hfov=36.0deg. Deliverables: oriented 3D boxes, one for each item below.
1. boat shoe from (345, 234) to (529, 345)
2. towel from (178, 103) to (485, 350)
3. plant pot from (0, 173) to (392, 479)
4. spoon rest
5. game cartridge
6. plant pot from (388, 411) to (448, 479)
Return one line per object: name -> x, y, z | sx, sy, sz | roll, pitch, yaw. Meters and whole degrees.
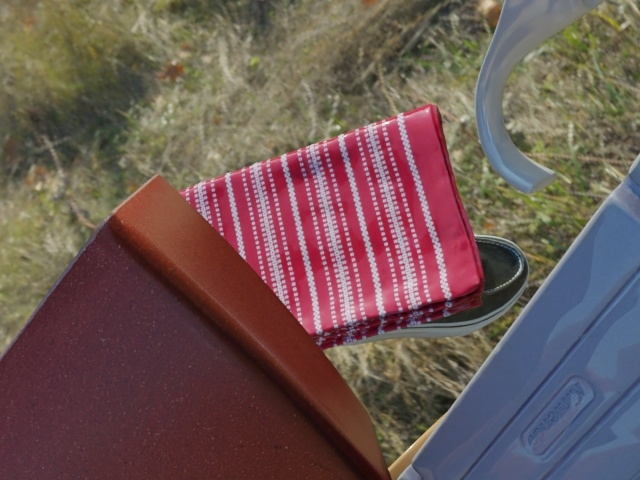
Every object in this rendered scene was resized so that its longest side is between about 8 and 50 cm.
boat shoe -> 0.130, 0.046, 1.132 | 0.121, 0.335, 0.119 | 63, 144, 20
towel -> 0.000, 0.000, 0.888 | 0.274, 0.031, 0.199 | -17, 65, 16
plant pot -> -0.104, 0.143, 0.637 | 0.267, 0.235, 0.267 | -52, 8, 4
spoon rest -> 0.192, -0.183, 0.863 | 0.084, 0.137, 0.277 | 25, 120, 31
game cartridge -> 0.191, 0.132, 0.555 | 0.230, 0.068, 0.355 | 43, 138, 17
plant pot -> 0.168, 0.406, 1.421 | 0.203, 0.291, 0.291 | 46, 104, 14
